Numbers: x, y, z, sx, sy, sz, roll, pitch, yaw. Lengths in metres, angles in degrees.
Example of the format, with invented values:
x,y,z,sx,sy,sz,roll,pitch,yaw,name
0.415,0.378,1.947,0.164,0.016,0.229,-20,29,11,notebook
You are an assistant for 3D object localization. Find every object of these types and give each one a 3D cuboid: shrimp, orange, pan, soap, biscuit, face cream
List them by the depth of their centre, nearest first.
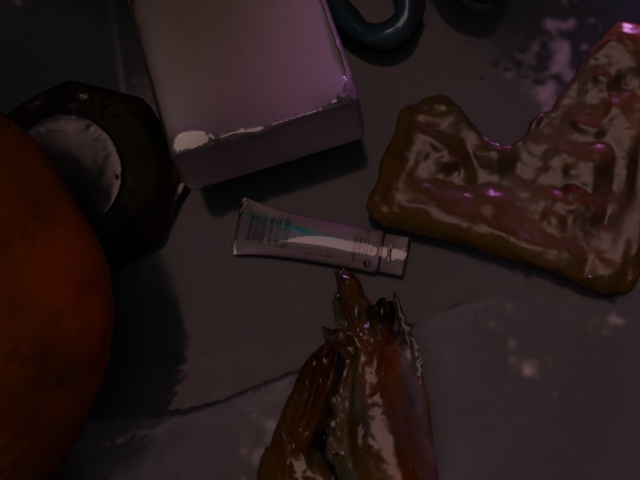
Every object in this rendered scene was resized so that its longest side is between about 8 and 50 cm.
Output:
x,y,z,sx,sy,sz,roll,pitch,yaw,name
-0.258,0.041,0.746,0.283,0.226,0.284,3,118,5,orange
0.015,0.124,0.820,0.115,0.051,0.217,-3,84,5,shrimp
-0.055,-0.135,0.831,0.121,0.064,0.183,-17,67,-1,soap
0.134,-0.065,0.844,0.183,0.039,0.174,13,84,4,biscuit
0.000,0.000,0.851,0.115,0.020,0.038,10,84,6,face cream
-0.127,-0.060,0.852,0.202,0.048,0.128,-31,84,0,pan

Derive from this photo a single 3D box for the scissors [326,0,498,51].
x,y,z,sx,sy,sz,roll,pitch,yaw,name
0.029,-0.269,0.875,0.138,0.041,0.289,-24,77,18,scissors

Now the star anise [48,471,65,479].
x,y,z,sx,sy,sz,roll,pitch,yaw,name
-0.171,0.242,0.785,0.257,0.110,0.199,-13,82,8,star anise
